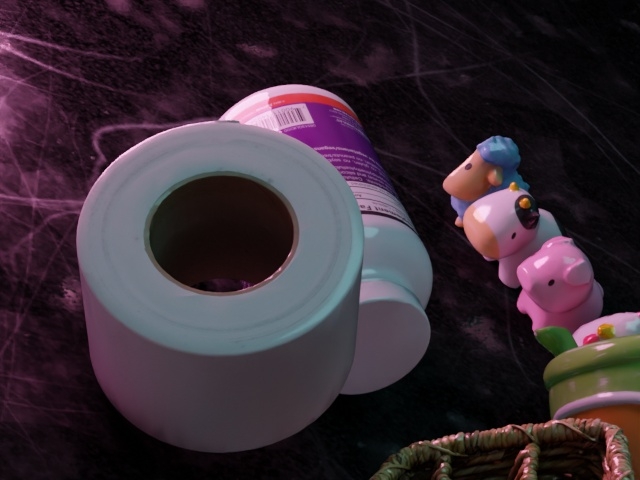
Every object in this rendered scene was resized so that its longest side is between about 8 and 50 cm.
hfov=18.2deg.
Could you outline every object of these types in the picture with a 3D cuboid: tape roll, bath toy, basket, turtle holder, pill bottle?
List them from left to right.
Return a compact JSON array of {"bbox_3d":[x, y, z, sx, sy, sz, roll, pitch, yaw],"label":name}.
[{"bbox_3d":[-0.086,0.040,1.746,0.246,0.169,0.246,1,56,-1],"label":"tape roll"},{"bbox_3d":[0.000,0.000,2.000,0.181,0.181,0.323,14,33,-31],"label":"pill bottle"},{"bbox_3d":[0.120,0.271,1.619,0.213,0.223,0.299,20,30,-4],"label":"basket"},{"bbox_3d":[0.269,0.036,2.275,0.151,0.129,0.348,6,38,-41],"label":"bath toy"},{"bbox_3d":[0.371,0.193,2.047,0.320,0.243,0.227,24,57,-63],"label":"turtle holder"}]
